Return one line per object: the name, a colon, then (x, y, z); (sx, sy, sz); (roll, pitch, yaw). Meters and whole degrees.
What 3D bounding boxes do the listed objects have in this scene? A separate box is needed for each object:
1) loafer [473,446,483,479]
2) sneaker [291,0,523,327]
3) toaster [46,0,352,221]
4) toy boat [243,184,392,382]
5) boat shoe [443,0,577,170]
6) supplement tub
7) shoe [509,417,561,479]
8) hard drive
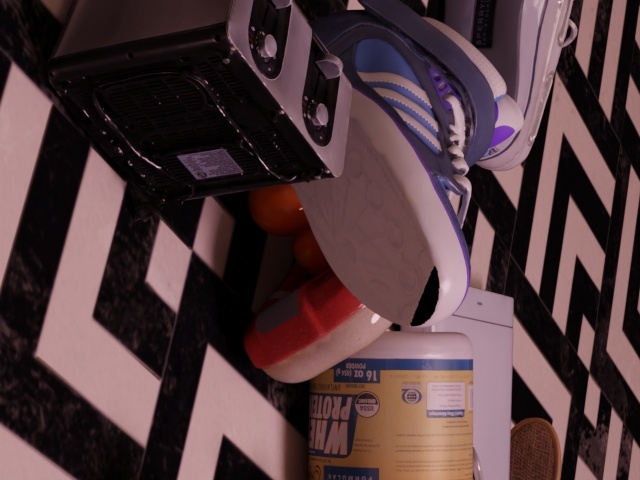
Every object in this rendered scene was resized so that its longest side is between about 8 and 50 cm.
loafer: (0.141, 0.257, 1.895); (0.045, 0.039, 0.125); (-114, -168, -63)
sneaker: (0.095, -0.072, 1.552); (0.236, 0.323, 0.130); (-8, 135, -33)
toaster: (-0.086, -0.113, 1.371); (0.168, 0.186, 0.110); (51, 42, -42)
toy boat: (0.000, 0.000, 1.615); (0.151, 0.151, 0.231); (50, 36, -10)
boat shoe: (0.215, -0.245, 2.053); (0.156, 0.136, 0.367); (32, 63, -61)
supplement tub: (0.061, 0.179, 1.696); (0.144, 0.144, 0.199); (8, 82, -65)
shoe: (0.215, 0.301, 2.122); (0.058, 0.077, 0.219); (67, 34, -77)
hard drive: (0.137, 0.224, 1.975); (0.233, 0.047, 0.353); (15, 76, -64)
